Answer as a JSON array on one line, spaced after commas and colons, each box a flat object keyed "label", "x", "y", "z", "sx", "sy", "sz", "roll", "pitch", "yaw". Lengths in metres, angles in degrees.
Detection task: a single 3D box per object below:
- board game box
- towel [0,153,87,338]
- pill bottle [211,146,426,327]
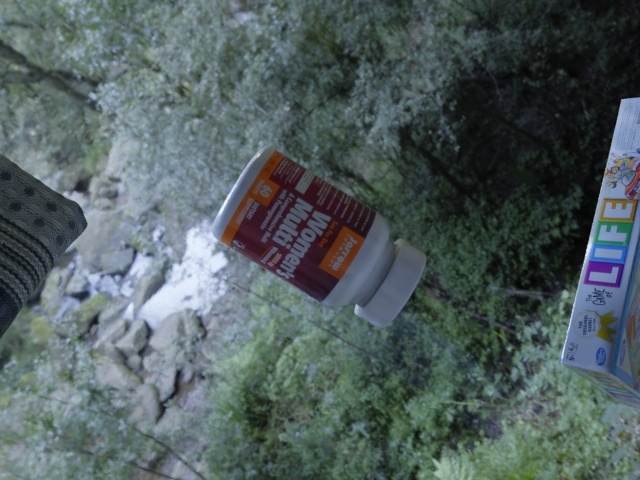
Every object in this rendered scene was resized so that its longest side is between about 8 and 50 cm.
[{"label": "board game box", "x": 0.185, "y": 0.012, "z": 0.388, "sx": 0.026, "sy": 0.103, "sz": 0.154, "roll": 6, "pitch": 71, "yaw": 44}, {"label": "towel", "x": -0.323, "y": -0.010, "z": 0.327, "sx": 0.056, "sy": 0.324, "sz": 0.312, "roll": -40, "pitch": 20, "yaw": 36}, {"label": "pill bottle", "x": 0.000, "y": 0.000, "z": 0.766, "sx": 0.121, "sy": 0.221, "sz": 0.121, "roll": -58, "pitch": 3, "yaw": 6}]
